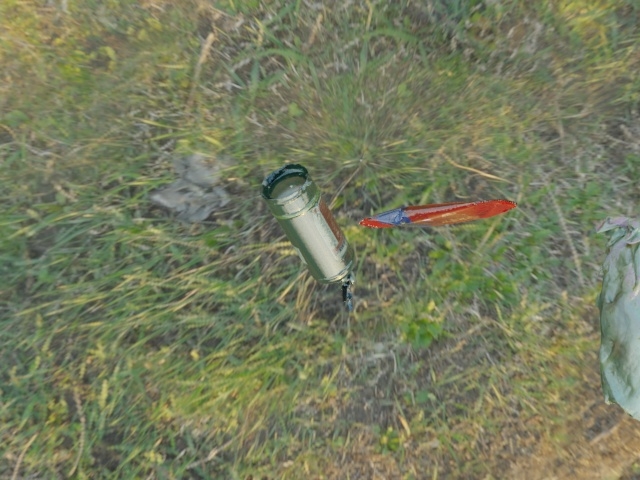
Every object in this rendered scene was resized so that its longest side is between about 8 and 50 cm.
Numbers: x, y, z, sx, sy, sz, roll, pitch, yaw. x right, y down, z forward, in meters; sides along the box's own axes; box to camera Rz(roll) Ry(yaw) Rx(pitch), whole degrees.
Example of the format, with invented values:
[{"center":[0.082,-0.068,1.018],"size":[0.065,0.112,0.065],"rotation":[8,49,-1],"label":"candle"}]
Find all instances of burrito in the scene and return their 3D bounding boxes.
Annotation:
[{"center":[0.452,0.116,1.326],"size":[0.066,0.096,0.309],"rotation":[-8,98,-25],"label":"burrito"}]

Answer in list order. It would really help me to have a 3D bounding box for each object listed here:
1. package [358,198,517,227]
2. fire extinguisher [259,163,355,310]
[{"center":[0.152,-0.034,1.189],"size":[0.201,0.083,0.022],"rotation":[-9,79,40],"label":"package"},{"center":[0.000,0.000,1.583],"size":[0.093,0.118,0.294],"rotation":[-17,129,17],"label":"fire extinguisher"}]
